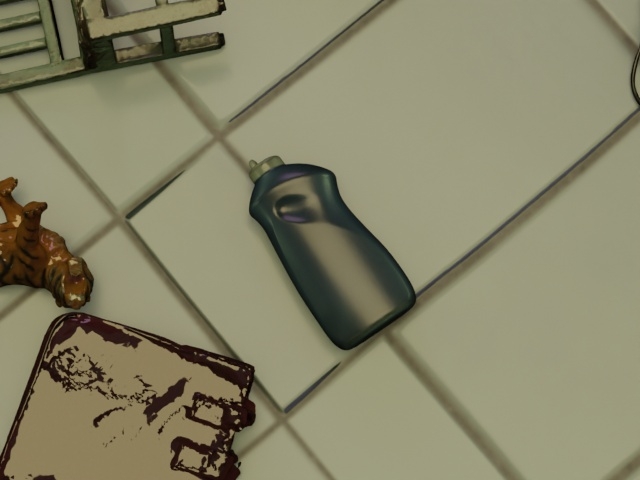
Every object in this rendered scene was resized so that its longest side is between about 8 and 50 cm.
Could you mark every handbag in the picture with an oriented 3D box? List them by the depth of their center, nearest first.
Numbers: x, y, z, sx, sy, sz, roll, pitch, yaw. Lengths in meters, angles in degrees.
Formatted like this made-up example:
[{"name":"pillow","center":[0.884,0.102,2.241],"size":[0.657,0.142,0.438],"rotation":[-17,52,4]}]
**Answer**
[{"name":"handbag","center":[-0.179,0.188,1.743],"size":[0.216,0.074,0.203],"rotation":[17,81,0]}]

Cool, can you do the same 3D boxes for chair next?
[{"name":"chair","center":[-0.233,-0.236,1.774],"size":[0.270,0.147,0.136],"rotation":[-11,82,-4]}]

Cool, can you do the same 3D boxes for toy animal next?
[{"name":"toy animal","center":[-0.347,0.018,1.766],"size":[0.255,0.114,0.116],"rotation":[-9,113,2]}]

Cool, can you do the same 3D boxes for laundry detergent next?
[{"name":"laundry detergent","center":[0.000,0.000,1.783],"size":[0.096,0.061,0.206],"rotation":[-36,82,2]}]

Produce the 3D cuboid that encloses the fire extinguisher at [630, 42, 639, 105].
[{"name":"fire extinguisher","center":[0.341,-0.184,1.828],"size":[0.078,0.045,0.157],"rotation":[-6,81,24]}]
